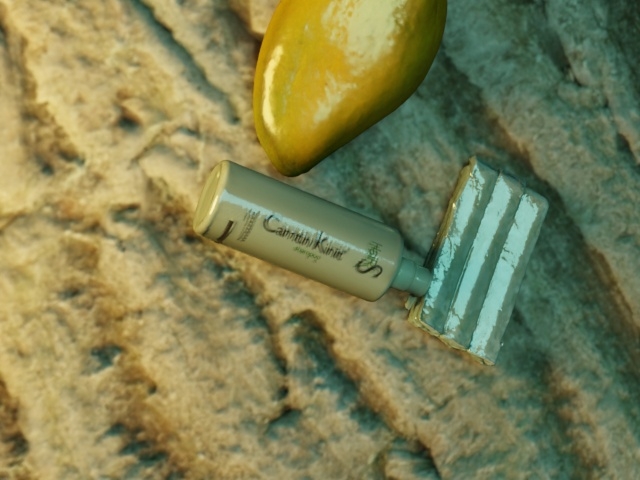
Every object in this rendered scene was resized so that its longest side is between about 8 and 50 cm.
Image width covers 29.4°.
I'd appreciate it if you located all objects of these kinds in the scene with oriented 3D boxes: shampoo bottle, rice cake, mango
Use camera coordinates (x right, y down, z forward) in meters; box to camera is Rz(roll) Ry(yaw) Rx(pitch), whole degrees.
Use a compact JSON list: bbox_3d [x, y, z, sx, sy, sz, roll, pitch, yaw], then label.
[{"bbox_3d":[0.000,0.000,1.285,0.262,0.085,0.085,22,79,-16],"label":"shampoo bottle"},{"bbox_3d":[0.181,0.021,1.370,0.124,0.038,0.211,30,76,-15],"label":"rice cake"},{"bbox_3d":[0.032,-0.211,1.305,0.176,0.119,0.317,36,84,-16],"label":"mango"}]
